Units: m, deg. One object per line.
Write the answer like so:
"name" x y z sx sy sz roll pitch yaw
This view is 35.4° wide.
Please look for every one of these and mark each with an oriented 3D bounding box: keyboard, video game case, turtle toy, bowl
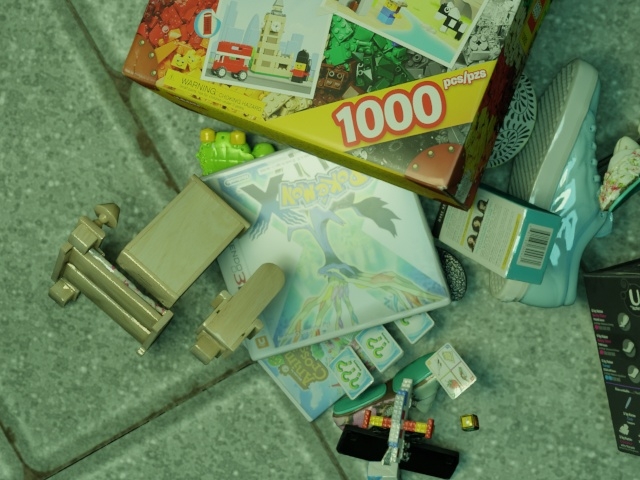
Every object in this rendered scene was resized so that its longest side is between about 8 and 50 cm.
"keyboard" 0.127 0.318 1.574 0.192 0.038 0.100 15 134 -5
"video game case" 0.000 0.000 1.526 0.329 0.036 0.300 -18 95 12
"turtle toy" -0.133 -0.132 1.582 0.130 0.066 0.095 4 108 10
"video game case" -0.015 0.153 1.612 0.193 0.023 0.212 -41 87 13
"bowl" 0.222 -0.191 1.468 0.170 0.080 0.170 0 90 33

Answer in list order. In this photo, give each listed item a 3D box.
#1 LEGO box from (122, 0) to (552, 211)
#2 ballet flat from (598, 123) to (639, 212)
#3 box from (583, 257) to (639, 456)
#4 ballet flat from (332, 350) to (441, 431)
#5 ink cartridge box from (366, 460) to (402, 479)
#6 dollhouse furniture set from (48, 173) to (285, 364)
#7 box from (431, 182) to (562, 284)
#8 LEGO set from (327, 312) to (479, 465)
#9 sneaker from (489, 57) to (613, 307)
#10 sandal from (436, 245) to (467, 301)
"LEGO box" 0.034 -0.304 1.392 0.500 0.193 0.373 21 90 20
"ballet flat" 0.468 -0.128 1.426 0.241 0.091 0.077 -35 70 -17
"box" 0.500 0.160 1.414 0.165 0.143 0.270 -14 94 -21
"ballet flat" 0.124 0.249 1.576 0.221 0.077 0.079 -31 108 18
"ink cartridge box" 0.104 0.385 1.599 0.048 0.028 0.083 -1 137 12
"dollhouse furniture set" -0.241 0.068 1.579 0.303 0.355 0.174 42 59 -1
"box" 0.244 -0.020 1.428 0.060 0.244 0.101 12 100 -20
"LEGO set" 0.125 0.214 1.495 0.182 0.060 0.244 -43 57 10
"sneaker" 0.363 -0.075 1.470 0.150 0.135 0.366 14 100 -12
"sandal" 0.158 0.028 1.559 0.179 0.040 0.067 37 97 20
